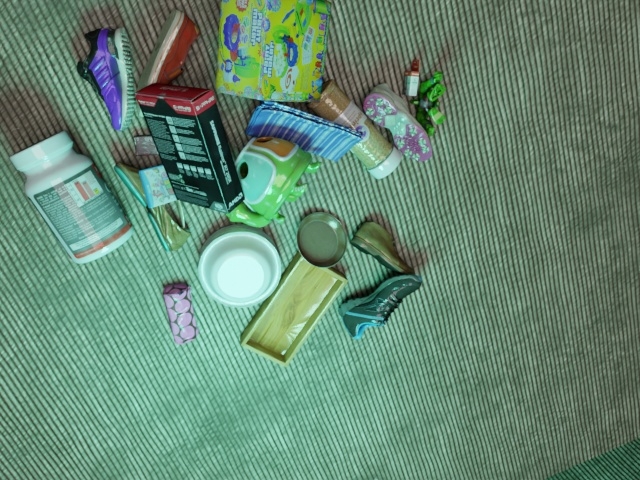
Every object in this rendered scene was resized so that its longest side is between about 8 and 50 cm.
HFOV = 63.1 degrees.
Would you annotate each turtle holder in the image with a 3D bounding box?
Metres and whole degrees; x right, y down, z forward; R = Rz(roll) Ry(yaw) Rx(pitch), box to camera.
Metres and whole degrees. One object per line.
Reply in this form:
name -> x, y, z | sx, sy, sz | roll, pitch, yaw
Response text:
turtle holder -> -0.170, -0.194, 1.687 | 0.227, 0.320, 0.243 | 34, 57, -7

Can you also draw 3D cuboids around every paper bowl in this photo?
paper bowl -> -0.276, 0.098, 1.792 | 0.284, 0.148, 0.284 | -4, 111, -10

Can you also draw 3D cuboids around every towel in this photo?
towel -> -0.058, -0.333, 1.643 | 0.336, 0.243, 0.040 | 15, 75, -17

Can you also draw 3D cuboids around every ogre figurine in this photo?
ogre figurine -> 0.362, -0.461, 1.743 | 0.097, 0.118, 0.197 | -20, 114, -9

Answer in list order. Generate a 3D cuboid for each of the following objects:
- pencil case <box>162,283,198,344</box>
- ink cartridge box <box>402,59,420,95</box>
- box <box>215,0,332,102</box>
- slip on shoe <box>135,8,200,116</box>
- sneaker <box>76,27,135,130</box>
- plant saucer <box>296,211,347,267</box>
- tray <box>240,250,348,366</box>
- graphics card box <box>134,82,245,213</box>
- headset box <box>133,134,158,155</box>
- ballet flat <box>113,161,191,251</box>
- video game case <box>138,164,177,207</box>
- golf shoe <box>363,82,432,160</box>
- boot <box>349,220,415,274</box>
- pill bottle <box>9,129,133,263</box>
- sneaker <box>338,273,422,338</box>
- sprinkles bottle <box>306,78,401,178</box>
pencil case -> -0.487, 0.258, 1.837 | 0.098, 0.095, 0.209 | -15, 115, -23
ink cartridge box -> 0.301, -0.541, 1.730 | 0.029, 0.063, 0.115 | -1, 109, -14
box -> -0.132, -0.558, 1.499 | 0.279, 0.177, 0.290 | -16, 119, -52
slip on shoe -> -0.459, -0.512, 1.554 | 0.101, 0.123, 0.331 | 21, 106, -37
sneaker -> -0.636, -0.474, 1.541 | 0.146, 0.102, 0.293 | 0, 105, -8
plant saucer -> 0.000, 0.000, 1.840 | 0.198, 0.036, 0.199 | 4, 80, -24
tray -> -0.102, 0.252, 1.925 | 0.203, 0.076, 0.411 | 31, 101, -21
graphics card box -> -0.374, -0.267, 1.529 | 0.094, 0.232, 0.371 | -48, 141, -39
headset box -> -0.544, -0.302, 1.651 | 0.083, 0.032, 0.062 | -4, 110, -9
ballet flat -> -0.525, -0.125, 1.687 | 0.124, 0.116, 0.342 | -35, 115, -20
video game case -> -0.486, -0.182, 1.654 | 0.166, 0.015, 0.119 | -27, 112, -46
golf shoe -> 0.275, -0.398, 1.735 | 0.115, 0.140, 0.306 | -26, 120, 40
boot -> 0.254, 0.039, 1.914 | 0.305, 0.112, 0.115 | 36, 78, -25
pill bottle -> -0.746, -0.130, 1.573 | 0.210, 0.210, 0.363 | -26, 113, -2
sneaker -> 0.234, 0.242, 1.916 | 0.341, 0.140, 0.125 | -33, 147, 19
sprinkles bottle -> 0.114, -0.363, 1.724 | 0.121, 0.121, 0.355 | -45, 112, 6
